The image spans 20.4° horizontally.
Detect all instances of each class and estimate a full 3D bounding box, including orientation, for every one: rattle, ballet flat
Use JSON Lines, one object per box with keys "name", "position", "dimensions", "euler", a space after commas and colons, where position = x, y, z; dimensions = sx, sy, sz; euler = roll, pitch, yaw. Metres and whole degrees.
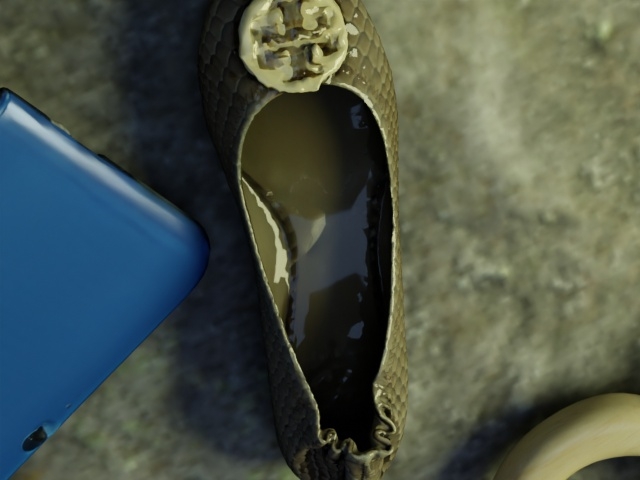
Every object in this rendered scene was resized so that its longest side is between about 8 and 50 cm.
{"name": "rattle", "position": [0.162, 0.117, 0.790], "dimensions": [0.130, 0.143, 0.200], "euler": [44, 102, -4]}
{"name": "ballet flat", "position": [0.000, 0.000, 0.749], "dimensions": [0.084, 0.058, 0.250], "euler": [-9, 111, -10]}

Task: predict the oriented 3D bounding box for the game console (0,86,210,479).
{"name": "game console", "position": [-0.240, 0.017, 0.720], "dimensions": [0.293, 0.173, 0.250], "euler": [-45, 82, 5]}
